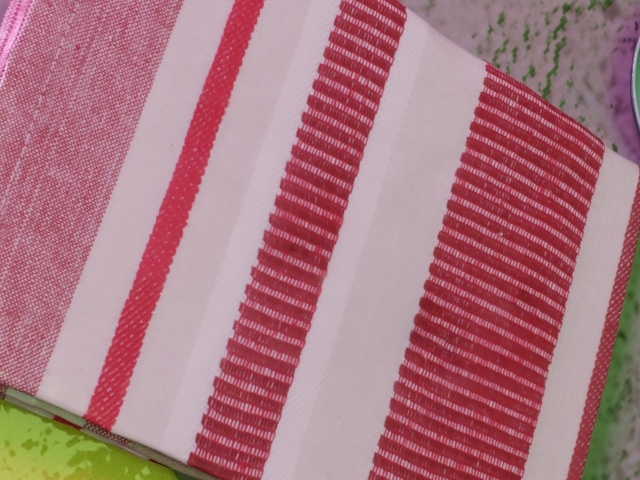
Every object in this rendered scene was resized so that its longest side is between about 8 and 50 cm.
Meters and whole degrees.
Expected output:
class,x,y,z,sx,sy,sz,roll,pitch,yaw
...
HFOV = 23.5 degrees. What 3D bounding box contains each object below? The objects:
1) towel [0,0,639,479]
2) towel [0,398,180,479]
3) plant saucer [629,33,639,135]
class,x,y,z,sx,sy,sz,roll,pitch,yaw
towel,0.000,0.000,0.663,0.329,0.037,0.237,29,68,-28
towel,-0.150,0.038,0.601,0.102,0.021,0.237,-35,102,-22
plant saucer,0.202,-0.075,0.795,0.119,0.021,0.119,2,85,-28
